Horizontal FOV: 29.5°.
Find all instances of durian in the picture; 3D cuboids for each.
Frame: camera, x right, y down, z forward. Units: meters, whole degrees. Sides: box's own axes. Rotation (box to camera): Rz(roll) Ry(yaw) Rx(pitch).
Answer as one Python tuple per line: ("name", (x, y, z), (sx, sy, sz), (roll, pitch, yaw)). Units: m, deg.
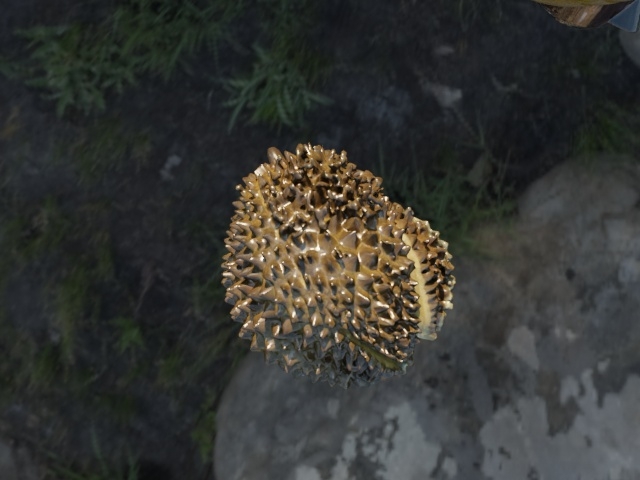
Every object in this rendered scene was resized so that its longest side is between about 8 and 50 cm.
("durian", (0.002, -0.002, 0.582), (0.110, 0.140, 0.071), (-23, 155, -11))

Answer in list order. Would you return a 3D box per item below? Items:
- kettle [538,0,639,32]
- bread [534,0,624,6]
("kettle", (0.269, -0.324, 1.177), (0.202, 0.144, 0.232), (41, 145, 11))
("bread", (0.208, -0.194, 0.661), (0.142, 0.091, 0.305), (18, 168, -33))
